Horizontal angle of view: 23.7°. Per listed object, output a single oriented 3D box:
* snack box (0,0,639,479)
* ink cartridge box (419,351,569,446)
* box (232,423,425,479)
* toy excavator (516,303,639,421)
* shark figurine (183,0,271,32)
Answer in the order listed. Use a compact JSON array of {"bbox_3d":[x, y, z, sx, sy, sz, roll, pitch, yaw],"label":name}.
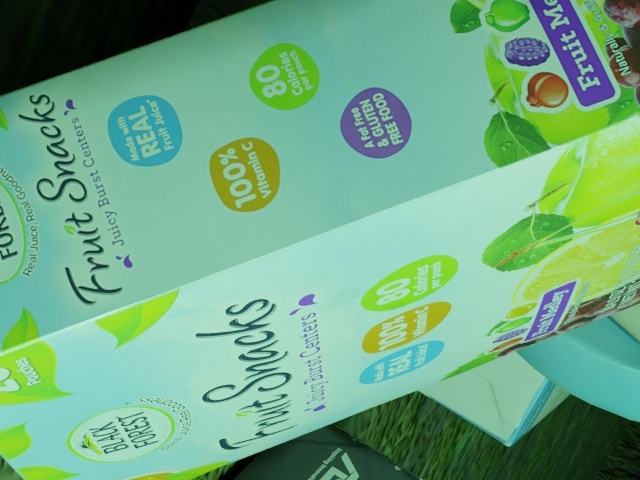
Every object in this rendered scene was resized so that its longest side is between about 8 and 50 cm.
[{"bbox_3d":[0.000,0.000,0.432,0.207,0.070,0.174,-20,159,-5],"label":"snack box"},{"bbox_3d":[0.116,0.061,0.978,0.061,0.104,0.181,-64,162,18],"label":"ink cartridge box"},{"bbox_3d":[-0.110,0.313,0.794,0.395,0.097,0.318,-40,152,-45],"label":"box"},{"bbox_3d":[0.265,0.020,0.922,0.433,0.222,0.445,-27,146,-27],"label":"toy excavator"},{"bbox_3d":[0.017,-0.108,0.410,0.166,0.116,0.278,-51,163,-27],"label":"shark figurine"}]
